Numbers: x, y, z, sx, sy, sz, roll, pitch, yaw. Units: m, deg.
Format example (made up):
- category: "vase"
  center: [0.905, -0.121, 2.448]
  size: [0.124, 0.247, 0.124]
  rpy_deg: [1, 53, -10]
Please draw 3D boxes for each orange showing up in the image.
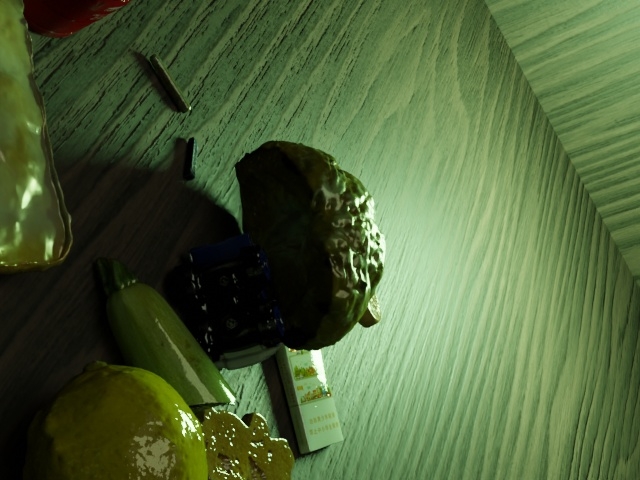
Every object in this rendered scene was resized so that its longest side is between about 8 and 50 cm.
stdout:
- category: "orange"
  center: [0.000, 0.000, 1.904]
  size: [0.210, 0.271, 0.369]
  rpy_deg: [-6, 73, -26]

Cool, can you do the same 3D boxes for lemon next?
- category: "lemon"
  center: [-0.257, 0.295, 1.417]
  size: [0.233, 0.233, 0.288]
  rpy_deg: [-8, 88, -59]

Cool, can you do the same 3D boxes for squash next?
- category: "squash"
  center: [-0.250, 0.151, 1.625]
  size: [0.288, 0.137, 0.137]
  rpy_deg: [58, 32, -9]

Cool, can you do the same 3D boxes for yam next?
- category: "yam"
  center: [-0.261, -0.272, 1.925]
  size: [0.116, 0.021, 0.021]
  rpy_deg: [59, 33, -21]

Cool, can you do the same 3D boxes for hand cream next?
- category: "hand cream"
  center: [-0.389, -0.436, 1.692]
  size: [0.230, 0.149, 0.230]
  rpy_deg: [37, 45, -48]

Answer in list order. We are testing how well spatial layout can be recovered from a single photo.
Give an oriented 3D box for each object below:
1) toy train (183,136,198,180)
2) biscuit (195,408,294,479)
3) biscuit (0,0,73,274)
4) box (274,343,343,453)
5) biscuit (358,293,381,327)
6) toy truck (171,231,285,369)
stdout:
- category: "toy train"
  center: [-0.223, -0.142, 1.918]
  size: [0.017, 0.017, 0.083]
  rpy_deg: [40, 43, -45]
- category: "biscuit"
  center: [-0.128, 0.357, 1.773]
  size: [0.249, 0.035, 0.184]
  rpy_deg: [33, 46, -45]
- category: "biscuit"
  center: [-0.505, -0.154, 1.394]
  size: [0.446, 0.104, 0.430]
  rpy_deg: [-4, 76, -61]
- category: "box"
  center: [-0.023, 0.265, 1.996]
  size: [0.122, 0.032, 0.221]
  rpy_deg: [-1, 75, -58]
- category: "biscuit"
  center: [0.027, -0.001, 2.171]
  size: [0.275, 0.052, 0.355]
  rpy_deg: [22, 47, -66]
- category: "toy truck"
  center: [-0.138, 0.104, 1.816]
  size: [0.177, 0.161, 0.213]
  rpy_deg: [33, 43, -79]
